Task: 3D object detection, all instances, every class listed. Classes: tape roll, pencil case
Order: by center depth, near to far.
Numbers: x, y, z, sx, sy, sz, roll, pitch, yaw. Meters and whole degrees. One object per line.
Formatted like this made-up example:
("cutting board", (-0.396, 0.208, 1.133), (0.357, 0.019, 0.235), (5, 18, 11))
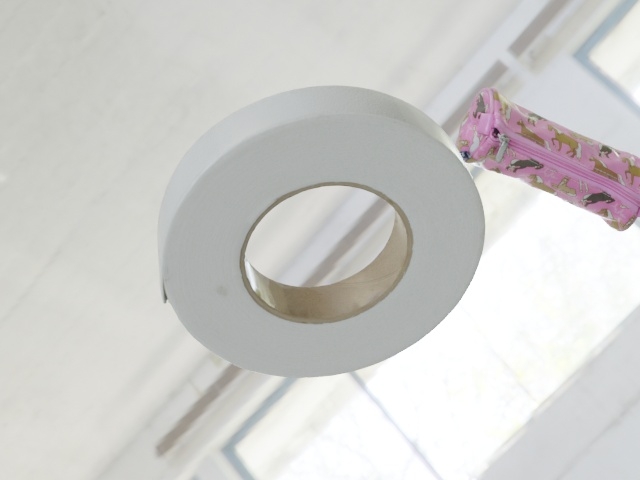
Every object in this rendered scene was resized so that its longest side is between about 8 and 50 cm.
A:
("tape roll", (0.000, 0.000, 1.433), (0.392, 0.072, 0.392), (-6, -53, -8))
("pencil case", (0.451, -0.153, 2.311), (0.160, 0.386, 0.167), (-50, 22, 51))
